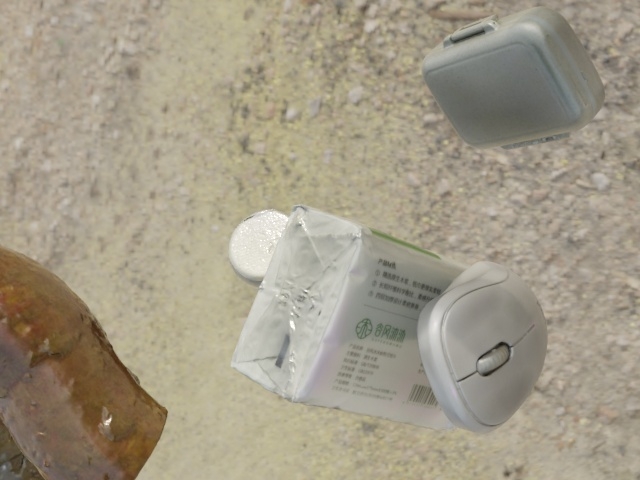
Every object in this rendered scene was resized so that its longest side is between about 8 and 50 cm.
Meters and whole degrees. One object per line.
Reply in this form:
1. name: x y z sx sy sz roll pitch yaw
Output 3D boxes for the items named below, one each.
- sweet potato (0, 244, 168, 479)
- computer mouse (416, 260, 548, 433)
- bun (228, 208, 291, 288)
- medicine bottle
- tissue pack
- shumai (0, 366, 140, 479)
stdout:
1. sweet potato: -0.268 0.076 0.857 0.131 0.131 0.336 -28 101 40
2. computer mouse: 0.225 0.127 1.257 0.121 0.297 0.184 -17 93 23
3. bun: -0.079 0.024 1.615 0.138 0.094 0.138 -4 65 9
4. medicine bottle: 0.379 -0.318 1.956 0.282 0.123 0.375 53 155 -17
5. tissue pack: 0.083 0.124 1.438 0.194 0.357 0.266 23 92 49
6. shumai: -0.353 0.290 1.219 0.217 0.346 0.283 -10 77 20
